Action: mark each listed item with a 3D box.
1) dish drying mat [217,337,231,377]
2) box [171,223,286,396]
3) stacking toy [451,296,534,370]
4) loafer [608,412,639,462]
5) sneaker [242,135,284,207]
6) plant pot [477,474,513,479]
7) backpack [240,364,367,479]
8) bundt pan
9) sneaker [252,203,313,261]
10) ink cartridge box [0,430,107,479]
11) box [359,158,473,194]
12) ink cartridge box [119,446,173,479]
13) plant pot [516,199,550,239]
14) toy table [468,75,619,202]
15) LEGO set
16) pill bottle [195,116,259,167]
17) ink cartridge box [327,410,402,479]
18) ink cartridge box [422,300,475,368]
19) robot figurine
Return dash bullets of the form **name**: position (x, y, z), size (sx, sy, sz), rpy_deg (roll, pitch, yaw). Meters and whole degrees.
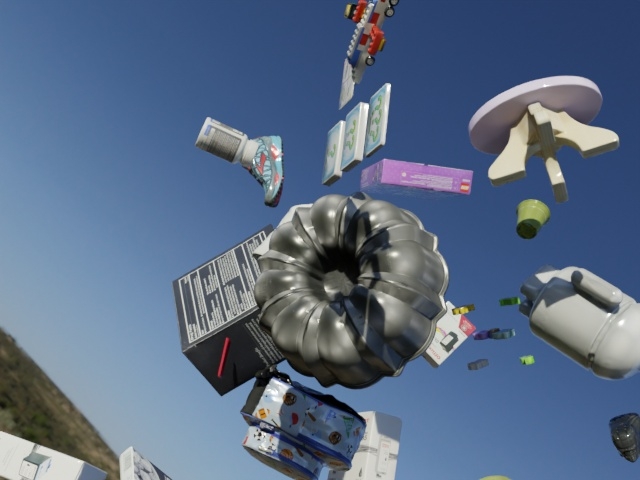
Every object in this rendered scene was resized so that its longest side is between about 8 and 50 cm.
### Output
- **dish drying mat**: position (-0.205, 0.250, 1.544), size (0.008, 0.083, 0.032), rpy_deg (11, -18, 5)
- **box**: position (-0.176, 0.160, 1.736), size (0.183, 0.294, 0.296), rpy_deg (60, 2, -33)
- **stacking toy**: position (0.432, 0.237, 1.832), size (0.221, 0.052, 0.167), rpy_deg (-20, -95, 57)
- **loafer**: position (0.731, 0.465, 1.732), size (0.076, 0.223, 0.078), rpy_deg (-22, -97, 24)
- **sneaker**: position (-0.176, -0.205, 2.204), size (0.125, 0.262, 0.104), rpy_deg (2, -37, -8)
- **plant pot**: position (0.359, 0.573, 1.311), size (0.276, 0.276, 0.254), rpy_deg (61, -10, -27)
- **backpack**: position (-0.038, 0.415, 1.599), size (0.263, 0.213, 0.276), rpy_deg (16, -17, 8)
- **bundt pan**: position (0.033, 0.065, 1.167), size (0.330, 0.331, 0.124), rpy_deg (30, -6, 32)
- **sneaker**: position (0.000, 0.000, 1.501), size (0.292, 0.169, 0.108), rpy_deg (15, -29, 44)
- **ink cartridge box**: position (-0.539, 0.455, 1.432), size (0.190, 0.082, 0.140), rpy_deg (14, -25, 11)
- **box**: position (0.214, -0.138, 1.710), size (0.200, 0.057, 0.293), rpy_deg (7, 0, -6)
- **ink cartridge box**: position (-0.360, 0.586, 1.619), size (0.208, 0.045, 0.206), rpy_deg (51, 0, -27)
- **plant pot**: position (0.513, -0.044, 1.784), size (0.083, 0.079, 0.083), rpy_deg (15, -48, 18)
- **toy table**: position (0.454, -0.209, 1.494), size (0.274, 0.161, 0.252), rpy_deg (-25, -44, 24)
- **LEGO set**: position (0.036, -0.208, 0.899), size (0.060, 0.244, 0.182), rpy_deg (12, -14, -17)
- **pill bottle**: position (-0.220, -0.229, 1.722), size (0.137, 0.078, 0.078), rpy_deg (24, -23, -11)
- **ink cartridge box**: position (0.130, 0.679, 2.237), size (0.117, 0.283, 0.207), rpy_deg (24, -27, -26)
- **ink cartridge box**: position (0.388, 0.303, 2.331), size (0.127, 0.175, 0.072), rpy_deg (45, -15, 11)
- **robot figurine**: position (0.646, 0.198, 1.741), size (0.353, 0.199, 0.300), rpy_deg (35, -27, 39)
